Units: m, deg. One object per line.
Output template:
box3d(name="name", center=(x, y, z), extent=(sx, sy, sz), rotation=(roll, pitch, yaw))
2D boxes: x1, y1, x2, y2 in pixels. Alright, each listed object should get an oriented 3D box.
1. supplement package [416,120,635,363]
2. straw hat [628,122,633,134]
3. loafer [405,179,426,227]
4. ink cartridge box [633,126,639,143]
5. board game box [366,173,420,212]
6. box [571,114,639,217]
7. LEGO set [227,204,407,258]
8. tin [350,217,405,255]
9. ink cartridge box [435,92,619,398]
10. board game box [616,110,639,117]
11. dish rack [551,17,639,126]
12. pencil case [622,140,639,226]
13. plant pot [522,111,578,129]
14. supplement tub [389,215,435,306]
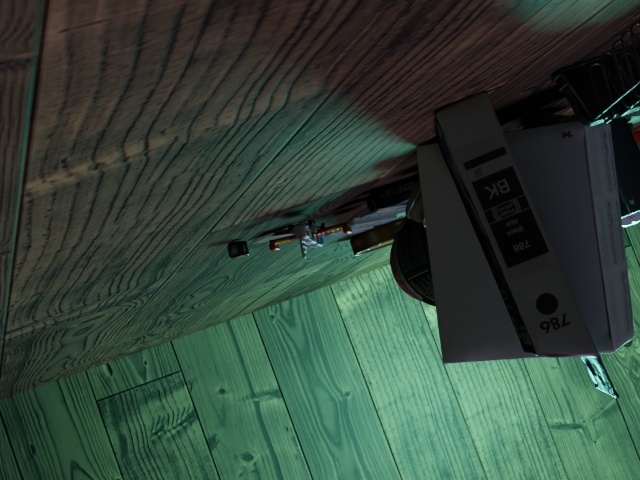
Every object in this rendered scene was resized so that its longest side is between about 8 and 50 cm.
box3d(name="supplement package", center=(0.244, 0.002, 1.415), extent=(0.204, 0.262, 0.145), rotation=(-7, 180, 25))
box3d(name="straw hat", center=(0.467, -0.142, 2.014), extent=(0.061, 0.144, 0.144), rotation=(22, 169, -4))
box3d(name="loafer", center=(0.231, -0.076, 1.602), extent=(0.251, 0.087, 0.094), rotation=(-24, 152, -16))
box3d(name="ink cartridge box", center=(0.560, -0.149, 2.255), extent=(0.231, 0.078, 0.134), rotation=(-25, 173, 36))
box3d(name="board game box", center=(0.160, -0.082, 1.721), extent=(0.186, 0.026, 0.126), rotation=(-20, 174, -3))
box3d(name="box", center=(0.371, -0.092, 1.704), extent=(0.093, 0.156, 0.158), rotation=(-16, 173, -44))
box3d(name="LEGO set", center=(0.000, 0.000, 1.676), extent=(0.244, 0.060, 0.182), rotation=(-9, 174, -31))
box3d(name="tin", center=(0.141, -0.014, 2.288), extent=(0.189, 0.040, 0.106), rotation=(-17, 170, -33))
box3d(name="ink cartridge box", center=(0.209, 0.018, 1.256), extent=(0.065, 0.333, 0.165), rotation=(-24, 174, 3))
box3d(name="board game box", center=(0.482, -0.223, 1.398), extent=(0.317, 0.046, 0.213), rotation=(-24, 173, 34))
box3d(name="dish rack", center=(0.366, -0.193, 1.155), extent=(0.208, 0.074, 0.271), rotation=(-20, 173, -12))
box3d(name="pencil case", center=(0.515, -0.118, 1.744), extent=(0.113, 0.124, 0.273), rotation=(27, 147, -23))
box3d(name="plant pot", center=(0.289, -0.128, 1.516), extent=(0.083, 0.083, 0.079), rotation=(-22, 162, 21))
box3d(name="supplement tub", center=(0.241, 0.007, 2.023), extent=(0.193, 0.194, 0.316), rotation=(-18, 175, -21))
